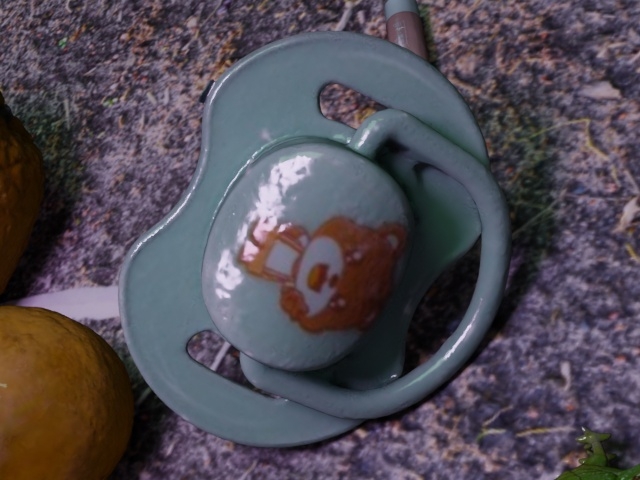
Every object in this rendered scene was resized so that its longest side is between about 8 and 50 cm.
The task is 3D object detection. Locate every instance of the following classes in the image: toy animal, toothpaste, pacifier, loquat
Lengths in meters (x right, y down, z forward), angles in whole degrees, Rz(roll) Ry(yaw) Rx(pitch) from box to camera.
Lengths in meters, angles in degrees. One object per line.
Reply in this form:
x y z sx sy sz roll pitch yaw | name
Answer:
0.216 0.154 0.968 0.217 0.041 0.075 -23 26 3 | toy animal
0.086 -0.148 1.323 0.056 0.036 0.205 -22 50 22 | toothpaste
0.000 0.000 1.162 0.343 0.288 0.269 -59 7 10 | pacifier
-0.266 0.158 1.221 0.208 0.208 0.208 -20 47 23 | loquat

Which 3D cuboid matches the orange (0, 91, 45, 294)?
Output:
-0.459 -0.031 1.436 0.357 0.322 0.322 -34 41 -8 | orange
